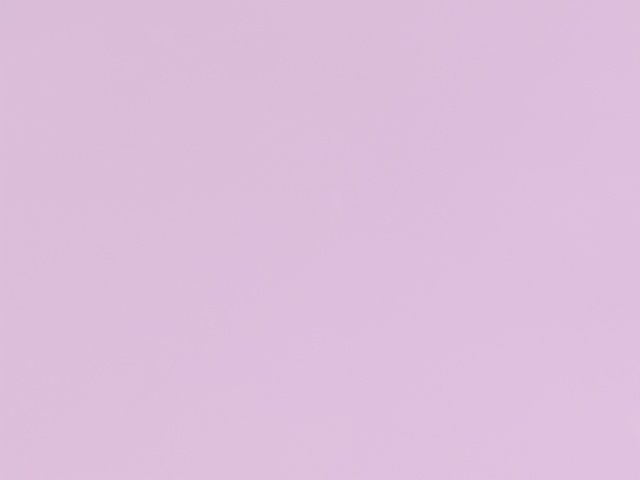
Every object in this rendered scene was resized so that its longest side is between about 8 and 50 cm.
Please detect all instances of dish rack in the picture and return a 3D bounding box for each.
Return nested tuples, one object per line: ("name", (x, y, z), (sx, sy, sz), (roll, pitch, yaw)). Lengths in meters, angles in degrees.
("dish rack", (0.000, 0.000, 0.407), (0.333, 0.072, 0.285), (-18, 60, -16))
